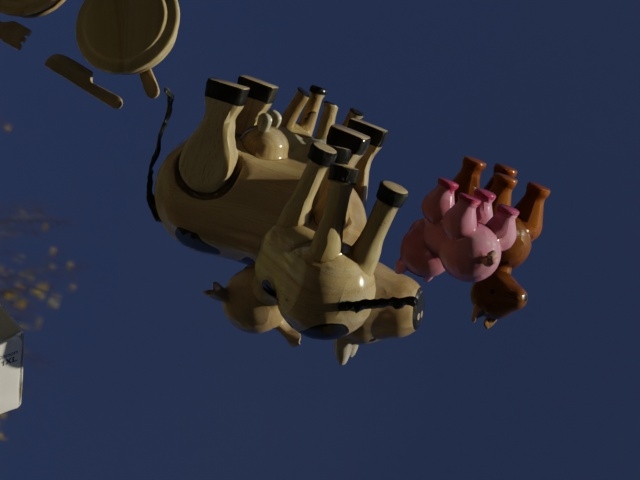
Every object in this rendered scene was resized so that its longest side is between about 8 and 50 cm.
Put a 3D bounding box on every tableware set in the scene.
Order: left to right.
[{"bbox_3d":[-0.190,-0.192,1.355,0.194,0.039,0.128,31,-97,23],"label":"tableware set"}]

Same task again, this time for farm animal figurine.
[{"bbox_3d":[0.000,0.000,1.243,0.326,0.330,0.172,27,-77,29],"label":"farm animal figurine"}]

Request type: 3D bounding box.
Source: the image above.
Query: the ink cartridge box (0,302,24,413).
[{"bbox_3d":[-0.293,0.054,1.111,0.175,0.127,0.072,44,-41,35],"label":"ink cartridge box"}]
